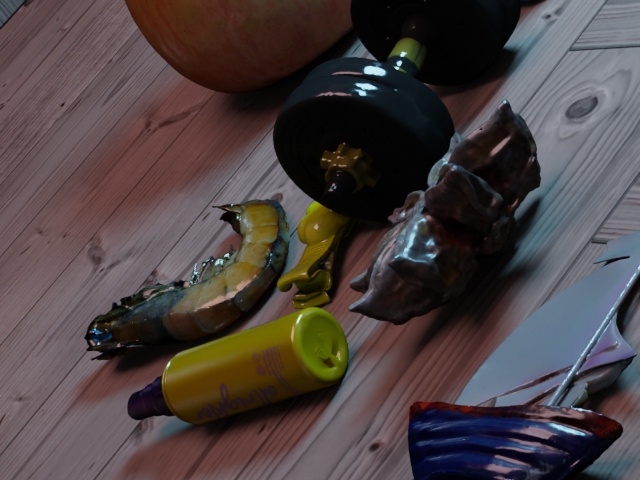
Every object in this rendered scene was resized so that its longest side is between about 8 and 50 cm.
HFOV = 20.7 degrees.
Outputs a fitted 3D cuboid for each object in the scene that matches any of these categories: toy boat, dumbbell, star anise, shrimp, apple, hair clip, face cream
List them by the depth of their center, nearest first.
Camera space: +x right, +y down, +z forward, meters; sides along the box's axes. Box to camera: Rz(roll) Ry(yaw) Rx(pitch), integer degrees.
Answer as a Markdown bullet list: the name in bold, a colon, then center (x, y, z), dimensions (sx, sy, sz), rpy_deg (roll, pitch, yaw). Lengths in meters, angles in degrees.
- **toy boat**: center (0.167, 0.101, 1.414), dimensions (0.219, 0.072, 0.318), rpy_deg (-23, 28, 31)
- **star anise**: center (0.128, -0.016, 1.612), dimensions (0.236, 0.109, 0.223), rpy_deg (-53, 0, 11)
- **face cream**: center (-0.095, 0.135, 1.733), dimensions (0.273, 0.078, 0.078), rpy_deg (-20, 33, 40)
- **dumbbell**: center (0.084, -0.176, 1.842), dimensions (0.185, 0.185, 0.388), rpy_deg (-17, 36, 44)
- **hair clip**: center (0.000, 0.000, 1.849), dimensions (0.072, 0.046, 0.173), rpy_deg (-20, 31, 34)
- **shrimp**: center (-0.149, 0.040, 1.996), dimensions (0.290, 0.054, 0.222), rpy_deg (-23, 32, 31)
- **apple**: center (-0.101, -0.385, 2.285), dimensions (0.364, 0.364, 0.364), rpy_deg (-34, 26, 19)
